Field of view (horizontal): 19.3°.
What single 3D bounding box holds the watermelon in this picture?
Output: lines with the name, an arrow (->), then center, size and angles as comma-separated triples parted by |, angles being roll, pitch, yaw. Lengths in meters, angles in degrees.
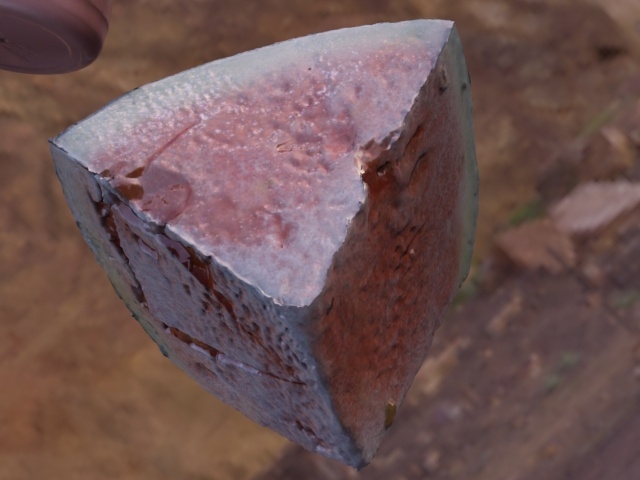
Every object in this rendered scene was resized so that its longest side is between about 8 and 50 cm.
watermelon -> 0.000, 0.000, 1.140 | 0.262, 0.201, 0.213 | -23, -49, -7

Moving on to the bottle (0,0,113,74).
bottle -> -0.257, -0.306, 1.668 | 0.206, 0.173, 0.296 | 149, 132, -65
